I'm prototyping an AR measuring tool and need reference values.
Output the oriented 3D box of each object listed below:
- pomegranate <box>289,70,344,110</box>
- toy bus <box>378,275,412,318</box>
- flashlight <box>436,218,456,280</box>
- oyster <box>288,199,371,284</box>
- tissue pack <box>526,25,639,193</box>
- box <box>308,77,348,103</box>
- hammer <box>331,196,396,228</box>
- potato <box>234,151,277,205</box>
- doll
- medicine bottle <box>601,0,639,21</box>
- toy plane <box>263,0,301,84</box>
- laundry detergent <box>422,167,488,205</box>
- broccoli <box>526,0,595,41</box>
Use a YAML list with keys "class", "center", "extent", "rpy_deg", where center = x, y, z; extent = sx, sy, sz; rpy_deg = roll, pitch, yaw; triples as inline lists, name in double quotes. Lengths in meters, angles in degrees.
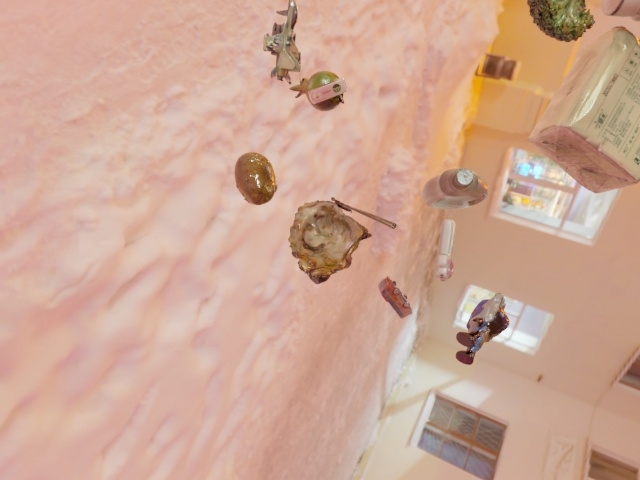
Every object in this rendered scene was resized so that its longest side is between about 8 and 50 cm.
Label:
- class: "pomegranate"
  center: [-0.009, -0.560, 1.844]
  extent: [0.156, 0.220, 0.157]
  rpy_deg: [3, 87, -56]
- class: "toy bus"
  center: [0.306, 0.234, 1.978]
  extent: [0.192, 0.077, 0.065]
  rpy_deg: [50, 11, -26]
- class: "flashlight"
  center: [0.373, 0.025, 1.431]
  extent: [0.093, 0.047, 0.201]
  rpy_deg: [62, 37, -51]
- class: "oyster"
  center: [-0.007, -0.004, 1.441]
  extent: [0.221, 0.361, 0.096]
  rpy_deg: [-26, 126, -17]
- class: "tissue pack"
  center: [0.836, -0.373, 1.419]
  extent: [0.381, 0.297, 0.207]
  rpy_deg: [-54, -176, -10]
- class: "box"
  center: [0.023, -0.501, 1.630]
  extent: [0.089, 0.125, 0.043]
  rpy_deg: [-112, 180, -70]
- class: "hammer"
  center: [0.174, -0.105, 1.921]
  extent: [0.125, 0.297, 0.027]
  rpy_deg: [25, 90, -53]
- class: "potato"
  center: [-0.216, -0.204, 1.618]
  extent: [0.137, 0.137, 0.176]
  rpy_deg: [-16, 99, -65]
- class: "doll"
  center: [0.309, 0.156, 0.906]
  extent: [0.195, 0.070, 0.096]
  rpy_deg: [-30, 129, -45]
- class: "medicine bottle"
  center: [0.918, -0.662, 1.310]
  extent: [0.143, 0.257, 0.144]
  rpy_deg: [3, 90, -87]
- class: "toy plane"
  center: [-0.100, -0.578, 1.357]
  extent: [0.192, 0.088, 0.262]
  rpy_deg: [-8, 100, -62]
- class: "laundry detergent"
  center: [0.555, -0.212, 1.941]
  extent: [0.398, 0.263, 0.125]
  rpy_deg: [44, 50, -82]
- class: "broccoli"
  center: [0.604, -0.597, 1.178]
  extent: [0.194, 0.194, 0.220]
  rpy_deg: [-9, 81, -67]
